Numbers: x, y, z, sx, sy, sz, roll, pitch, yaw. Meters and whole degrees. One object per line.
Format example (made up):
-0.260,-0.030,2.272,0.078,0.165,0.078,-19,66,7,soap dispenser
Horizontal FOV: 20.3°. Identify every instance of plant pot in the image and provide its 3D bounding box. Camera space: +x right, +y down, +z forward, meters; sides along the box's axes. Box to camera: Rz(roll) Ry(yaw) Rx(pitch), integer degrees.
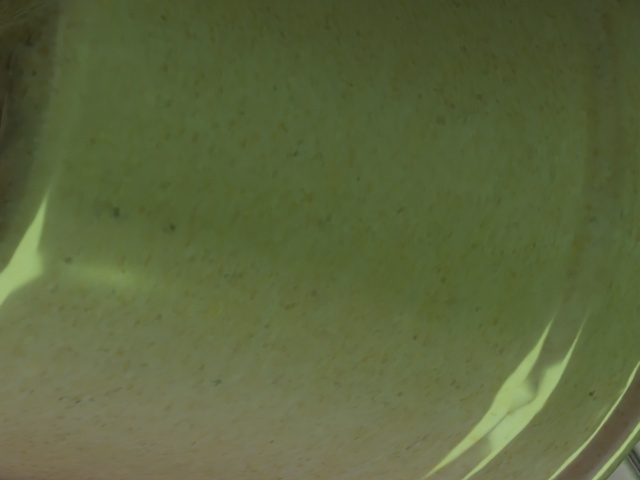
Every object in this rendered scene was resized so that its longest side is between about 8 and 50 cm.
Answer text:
-0.070,-0.041,0.623,0.334,0.334,0.305,-38,155,25,plant pot
